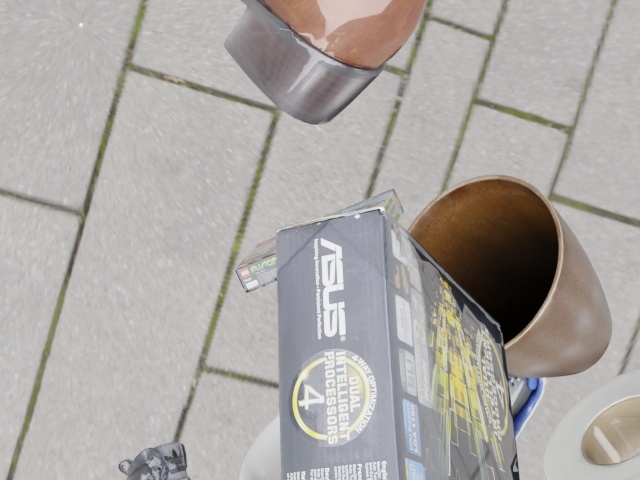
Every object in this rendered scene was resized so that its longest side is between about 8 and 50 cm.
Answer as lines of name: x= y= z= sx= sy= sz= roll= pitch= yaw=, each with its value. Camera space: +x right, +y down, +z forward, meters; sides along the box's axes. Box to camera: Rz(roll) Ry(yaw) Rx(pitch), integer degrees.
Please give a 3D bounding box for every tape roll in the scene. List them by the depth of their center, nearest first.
tape roll: x=0.495 y=0.328 z=1.737 sx=0.286 sy=0.286 sz=0.100 roll=-38 pitch=108 yaw=-3

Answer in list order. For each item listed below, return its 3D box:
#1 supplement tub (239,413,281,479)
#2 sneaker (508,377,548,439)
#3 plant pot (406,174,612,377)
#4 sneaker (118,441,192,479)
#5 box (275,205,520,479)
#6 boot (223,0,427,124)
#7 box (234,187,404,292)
supplement tub: x=0.045 y=0.446 z=1.905 sx=0.235 sy=0.235 sz=0.325 roll=-44 pitch=113 yaw=-1
sneaker: x=0.275 y=0.143 z=1.468 sx=0.112 sy=0.131 sz=0.296 roll=17 pitch=91 yaw=-2
plant pot: x=0.233 y=0.069 z=1.267 sx=0.230 sy=0.215 sz=0.215 roll=30 pitch=94 yaw=-43
sneaker: x=-0.189 y=0.364 z=1.594 sx=0.268 sy=0.101 sz=0.153 roll=-11 pitch=80 yaw=28
box: x=0.073 y=0.213 z=0.820 sx=0.097 sy=0.318 sz=0.395 roll=-12 pitch=65 yaw=23
boot: x=-0.004 y=-0.242 z=0.585 sx=0.264 sy=0.096 sz=0.280 roll=50 pitch=124 yaw=14
box: x=0.000 y=0.000 z=1.425 sx=0.207 sy=0.114 sz=0.036 roll=-22 pitch=101 yaw=18
